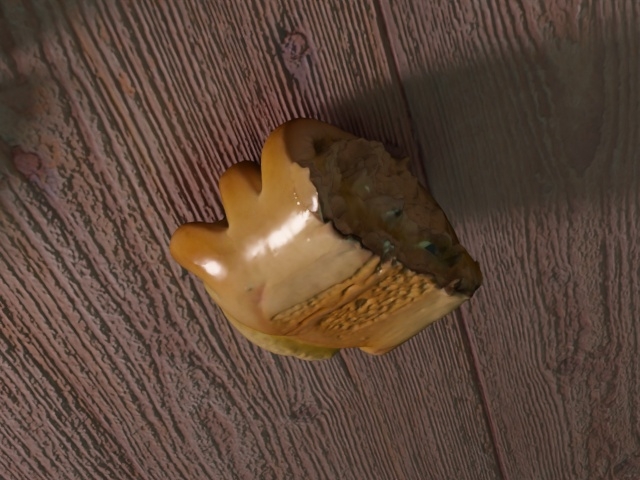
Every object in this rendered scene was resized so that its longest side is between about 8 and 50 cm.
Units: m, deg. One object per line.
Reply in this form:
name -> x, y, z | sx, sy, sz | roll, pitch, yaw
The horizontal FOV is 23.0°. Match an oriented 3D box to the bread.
bread -> 0.000, 0.000, 1.735 | 0.315, 0.211, 0.270 | 24, 134, -38
